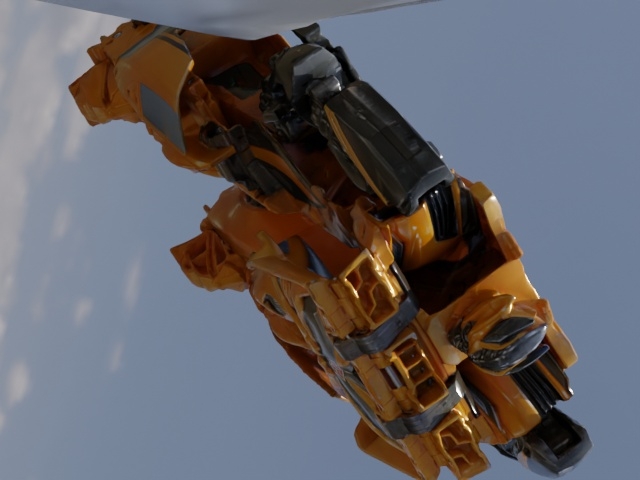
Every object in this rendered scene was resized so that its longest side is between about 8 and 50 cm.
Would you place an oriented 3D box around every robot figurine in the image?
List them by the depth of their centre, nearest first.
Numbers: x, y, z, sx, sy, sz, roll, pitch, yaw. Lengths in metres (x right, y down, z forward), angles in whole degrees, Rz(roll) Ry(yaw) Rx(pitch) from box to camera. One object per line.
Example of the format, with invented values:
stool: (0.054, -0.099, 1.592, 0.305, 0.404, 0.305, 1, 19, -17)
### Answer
robot figurine: (0.000, 0.000, 0.781, 0.085, 0.211, 0.291, -36, -150, -9)

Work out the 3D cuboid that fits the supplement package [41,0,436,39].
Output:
supplement package: (0.052, -0.123, 0.259, 0.204, 0.262, 0.145, -1, 85, -66)
